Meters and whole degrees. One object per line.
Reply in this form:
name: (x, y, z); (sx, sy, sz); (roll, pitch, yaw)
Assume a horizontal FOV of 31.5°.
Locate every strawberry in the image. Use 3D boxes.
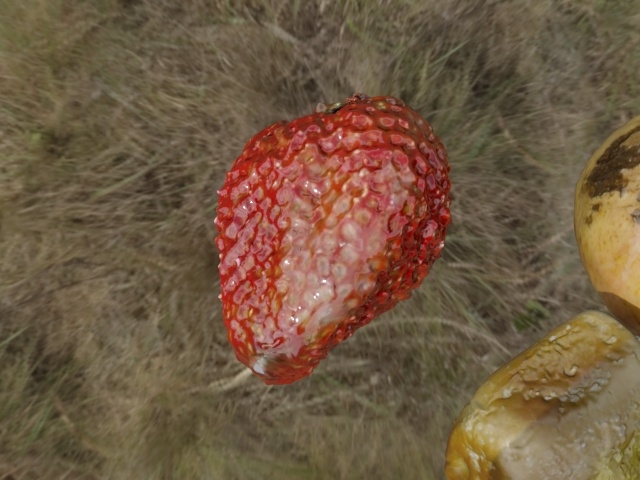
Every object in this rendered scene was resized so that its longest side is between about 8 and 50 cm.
strawberry: (0.000, 0.000, 1.311); (0.267, 0.312, 0.351); (32, 57, -6)

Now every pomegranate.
pomegranate: (0.445, -0.015, 1.321); (0.322, 0.322, 0.322); (0, 94, 1)

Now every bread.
bread: (0.270, 0.205, 1.190); (0.246, 0.195, 0.176); (-31, 54, -22)
